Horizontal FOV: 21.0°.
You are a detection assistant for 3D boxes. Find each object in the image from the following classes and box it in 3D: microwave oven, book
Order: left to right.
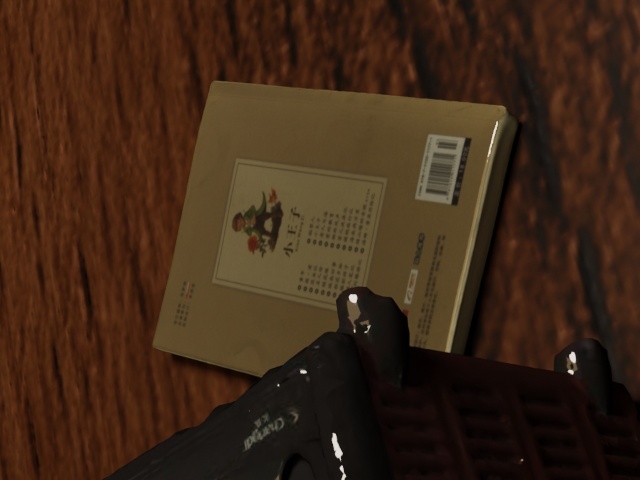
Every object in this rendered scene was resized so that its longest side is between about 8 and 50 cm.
[{"bbox_3d":[-0.005,0.158,0.618,0.247,0.188,0.178,-37,54,36],"label":"microwave oven"},{"bbox_3d":[0.000,0.000,0.784,0.198,0.016,0.138,11,88,48],"label":"book"}]
